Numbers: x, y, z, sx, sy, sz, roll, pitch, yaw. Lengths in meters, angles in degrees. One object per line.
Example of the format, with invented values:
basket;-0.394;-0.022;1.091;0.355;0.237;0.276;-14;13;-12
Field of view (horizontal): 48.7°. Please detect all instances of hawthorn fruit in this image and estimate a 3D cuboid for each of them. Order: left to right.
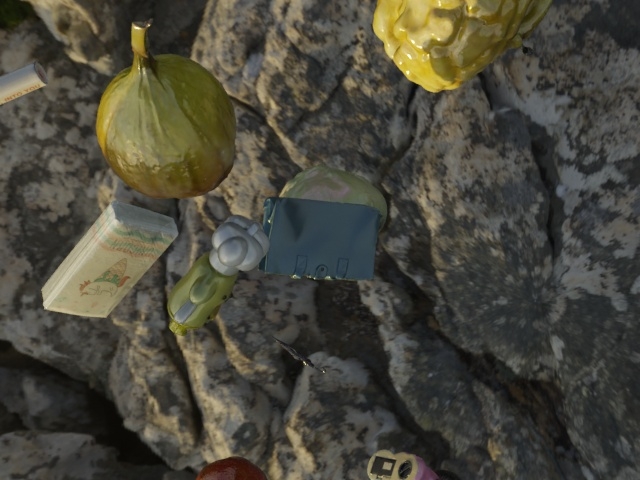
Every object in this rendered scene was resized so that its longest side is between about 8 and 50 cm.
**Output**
hawthorn fruit;-0.216;0.641;1.713;0.197;0.225;0.196;-3;115;-7

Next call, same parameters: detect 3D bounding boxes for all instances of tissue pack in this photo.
tissue pack;-0.160;0.017;0.533;0.108;0.056;0.023;-45;50;27

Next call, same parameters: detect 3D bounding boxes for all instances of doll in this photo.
doll;-0.117;0.038;0.799;0.062;0.106;0.162;36;115;-6

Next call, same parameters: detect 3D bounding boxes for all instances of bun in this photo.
bun;0.003;-0.080;1.634;0.293;0.293;0.187;-17;75;15

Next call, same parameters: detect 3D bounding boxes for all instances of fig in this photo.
fig;-0.167;-0.145;0.750;0.159;0.257;0.159;1;66;-3

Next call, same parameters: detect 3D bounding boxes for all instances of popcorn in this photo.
popcorn;0.236;-0.470;1.306;0.349;0.349;0.381;-43;98;9

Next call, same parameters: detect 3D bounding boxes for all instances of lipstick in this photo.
lipstick;-0.484;-0.231;1.079;0.131;0.038;0.038;-21;79;5

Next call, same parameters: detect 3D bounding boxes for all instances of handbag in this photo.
handbag;0.000;0.000;1.267;0.057;0.221;0.144;6;91;60

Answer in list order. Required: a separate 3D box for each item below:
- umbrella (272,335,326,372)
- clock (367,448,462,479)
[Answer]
umbrella;-0.042;0.212;1.303;0.122;0.013;0.022;34;137;-10
clock;0.235;0.574;1.683;0.196;0.194;0.100;33;67;-24
